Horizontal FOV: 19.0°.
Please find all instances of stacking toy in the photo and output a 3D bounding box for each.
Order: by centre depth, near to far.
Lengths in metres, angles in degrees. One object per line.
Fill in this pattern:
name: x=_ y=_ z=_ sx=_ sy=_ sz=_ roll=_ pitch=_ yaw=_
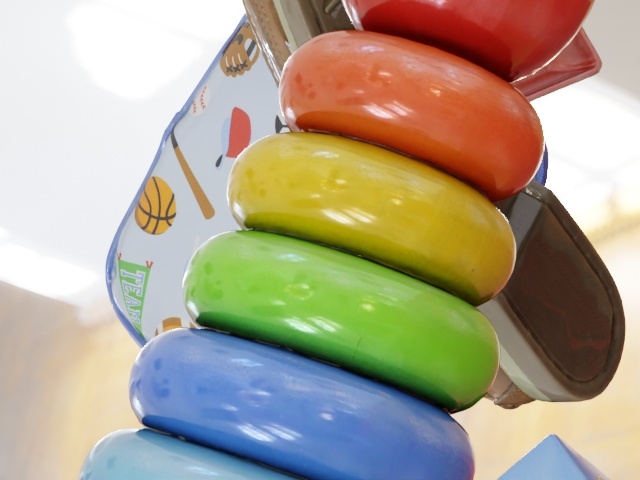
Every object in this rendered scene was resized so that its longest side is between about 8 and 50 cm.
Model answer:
stacking toy: x=0.005 y=0.017 z=0.614 sx=0.141 sy=0.141 sz=0.330 roll=3 pitch=73 yaw=64

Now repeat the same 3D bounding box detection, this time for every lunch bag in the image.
lunch bag: x=0.000 y=0.000 z=1.235 sx=0.243 sy=0.115 sz=0.303 roll=44 pitch=118 yaw=30

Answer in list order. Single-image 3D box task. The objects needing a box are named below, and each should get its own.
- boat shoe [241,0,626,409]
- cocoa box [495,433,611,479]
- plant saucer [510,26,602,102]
boat shoe: x=0.030 y=-0.035 z=0.926 sx=0.104 sy=0.307 sz=0.110 roll=-9 pitch=31 yaw=44
cocoa box: x=0.136 y=0.354 z=1.333 sx=0.347 sy=0.228 sz=0.231 roll=-42 pitch=46 yaw=8
plant saucer: x=0.070 y=-0.203 z=1.530 sx=0.258 sy=0.259 sz=0.048 roll=61 pitch=144 yaw=7
